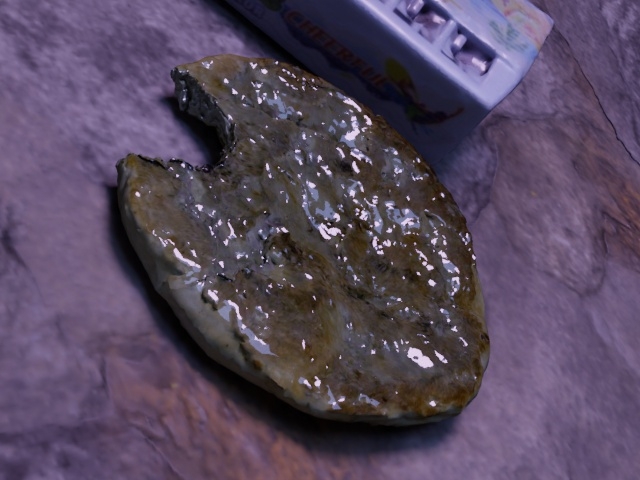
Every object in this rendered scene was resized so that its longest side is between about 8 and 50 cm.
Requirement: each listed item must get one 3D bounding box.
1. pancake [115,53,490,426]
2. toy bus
[{"bbox_3d":[0.000,0.000,0.668,0.253,0.037,0.254,25,41,-24],"label":"pancake"},{"bbox_3d":[-0.003,-0.198,0.809,0.329,0.109,0.136,38,48,-6],"label":"toy bus"}]
